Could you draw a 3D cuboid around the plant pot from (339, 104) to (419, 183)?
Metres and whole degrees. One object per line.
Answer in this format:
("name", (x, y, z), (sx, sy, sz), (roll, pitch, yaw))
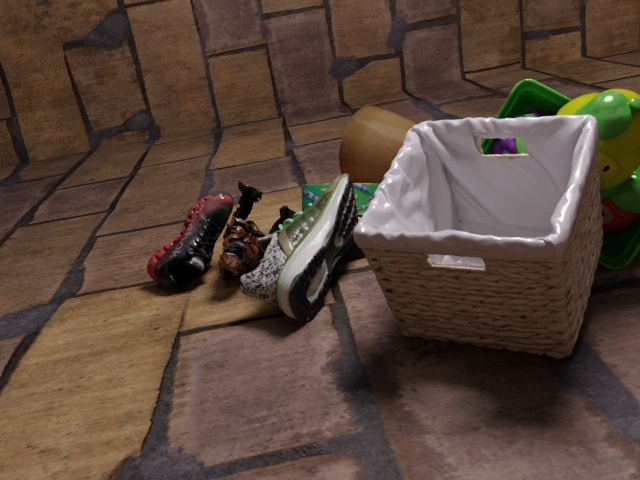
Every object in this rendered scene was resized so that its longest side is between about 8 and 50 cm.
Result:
("plant pot", (0.221, -0.226, 1.777), (0.254, 0.237, 0.237), (21, 36, 38))

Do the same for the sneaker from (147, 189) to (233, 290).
("sneaker", (-0.287, 0.007, 1.549), (0.276, 0.098, 0.135), (-51, 43, -1))

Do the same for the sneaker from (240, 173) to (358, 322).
("sneaker", (-0.043, -0.014, 1.395), (0.182, 0.158, 0.410), (9, 42, 22))

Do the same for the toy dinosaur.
("toy dinosaur", (-0.176, -0.011, 1.568), (0.164, 0.218, 0.322), (28, 6, -22))

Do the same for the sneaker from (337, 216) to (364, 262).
("sneaker", (0.001, 0.001, 1.563), (0.270, 0.090, 0.145), (-12, 20, -15))

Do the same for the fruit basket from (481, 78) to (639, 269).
("fruit basket", (0.491, -0.142, 1.252), (0.392, 0.282, 0.392), (28, 13, -7))

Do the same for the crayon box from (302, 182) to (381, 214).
("crayon box", (0.112, -0.103, 1.706), (0.279, 0.081, 0.165), (2, 1, 30))

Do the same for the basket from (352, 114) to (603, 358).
("basket", (0.287, -0.018, 1.119), (0.329, 0.266, 0.331), (4, 45, 32))

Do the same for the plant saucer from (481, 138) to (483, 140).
("plant saucer", (0.503, -0.254, 1.838), (0.199, 0.036, 0.198), (6, 21, -2))
